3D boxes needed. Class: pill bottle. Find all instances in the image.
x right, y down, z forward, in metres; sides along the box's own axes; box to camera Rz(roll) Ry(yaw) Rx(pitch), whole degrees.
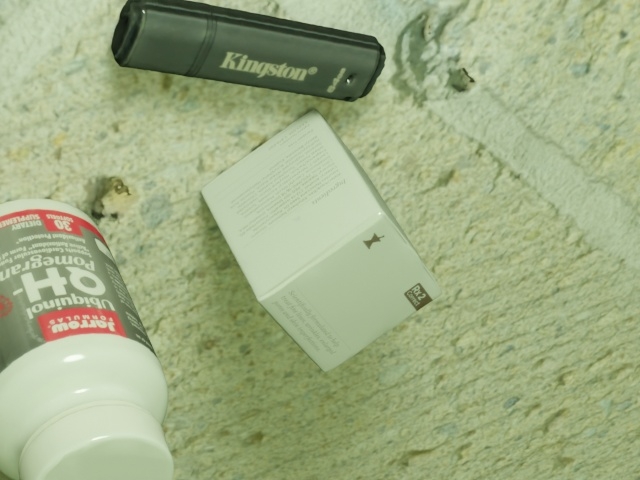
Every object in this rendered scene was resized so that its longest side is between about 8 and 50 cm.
[{"bbox_3d":[-0.246,0.118,1.348,0.176,0.318,0.176,-15,133,-17],"label":"pill bottle"}]

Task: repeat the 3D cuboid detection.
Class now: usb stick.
[{"bbox_3d":[-0.065,-0.181,1.368,0.278,0.045,0.077,5,125,-32],"label":"usb stick"}]

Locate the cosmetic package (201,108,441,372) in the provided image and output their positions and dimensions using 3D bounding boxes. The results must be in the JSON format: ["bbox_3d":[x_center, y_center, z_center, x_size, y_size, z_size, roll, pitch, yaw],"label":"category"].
[{"bbox_3d":[0.000,0.000,1.466,0.151,0.183,0.151,-35,136,5],"label":"cosmetic package"}]

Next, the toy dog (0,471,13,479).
[{"bbox_3d":[-0.451,0.269,1.333,0.408,0.395,0.284,34,71,-39],"label":"toy dog"}]
